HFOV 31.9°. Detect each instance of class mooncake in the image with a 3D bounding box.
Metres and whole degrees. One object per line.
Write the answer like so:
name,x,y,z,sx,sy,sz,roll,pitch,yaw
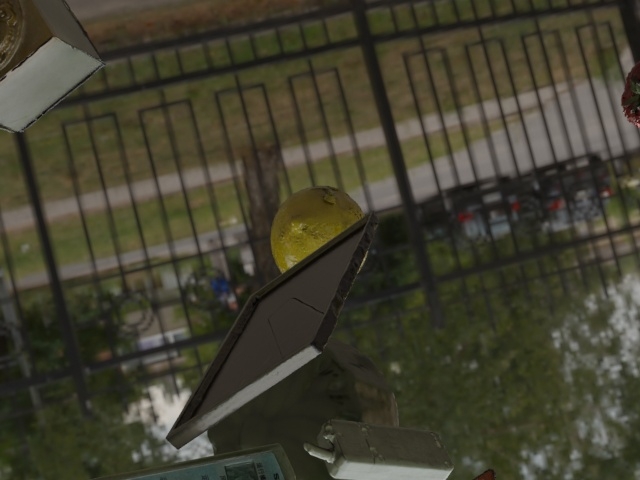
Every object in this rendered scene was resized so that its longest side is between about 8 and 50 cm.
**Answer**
mooncake,-0.042,0.347,2.079,0.356,0.356,0.194,-16,157,28

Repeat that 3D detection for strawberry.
strawberry,0.416,-0.176,1.362,0.106,0.106,0.106,-15,177,-1

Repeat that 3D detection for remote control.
remote control,-0.132,0.250,1.011,0.233,0.098,0.038,-7,146,-18

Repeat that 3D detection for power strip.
power strip,0.088,0.350,1.855,0.288,0.093,0.053,12,126,-31

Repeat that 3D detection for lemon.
lemon,0.000,0.000,1.903,0.173,0.173,0.206,-15,137,3

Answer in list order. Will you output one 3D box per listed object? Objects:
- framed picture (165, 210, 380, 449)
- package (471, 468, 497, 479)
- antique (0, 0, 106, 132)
framed picture,-0.038,0.078,1.089,0.192,0.018,0.265,-36,-167,29
package,0.190,0.350,1.430,0.110,0.033,0.077,-32,-143,14
antique,-0.366,-0.230,1.295,0.146,0.152,0.148,-37,165,8
